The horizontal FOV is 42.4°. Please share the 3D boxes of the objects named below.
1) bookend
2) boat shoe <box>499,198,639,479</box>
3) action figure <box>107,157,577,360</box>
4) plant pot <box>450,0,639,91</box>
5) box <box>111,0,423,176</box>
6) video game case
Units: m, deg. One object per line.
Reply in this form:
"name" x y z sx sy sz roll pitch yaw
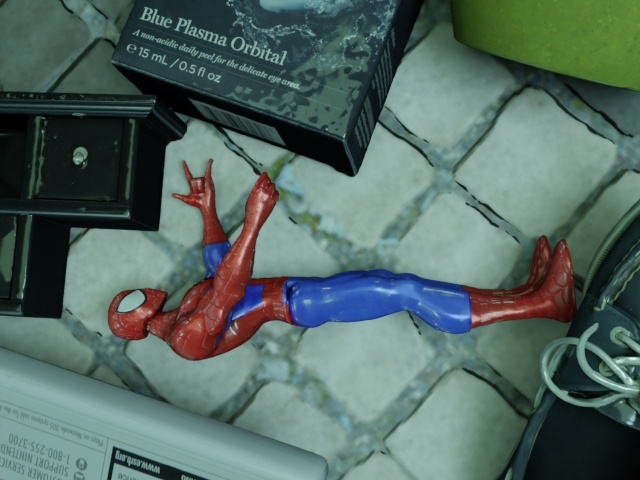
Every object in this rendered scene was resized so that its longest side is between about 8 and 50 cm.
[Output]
"bookend" -0.179 -0.013 0.541 0.156 0.072 0.157 3 83 7
"boat shoe" 0.157 0.080 0.430 0.095 0.079 0.254 29 117 9
"action figure" 0.000 0.000 0.509 0.281 0.091 0.138 -9 90 5
"plant pot" 0.178 -0.236 0.439 0.275 0.275 0.293 16 109 9
"box" -0.024 -0.147 0.530 0.156 0.093 0.158 20 84 9
"video game case" -0.182 0.212 0.477 0.329 0.036 0.299 15 102 13
